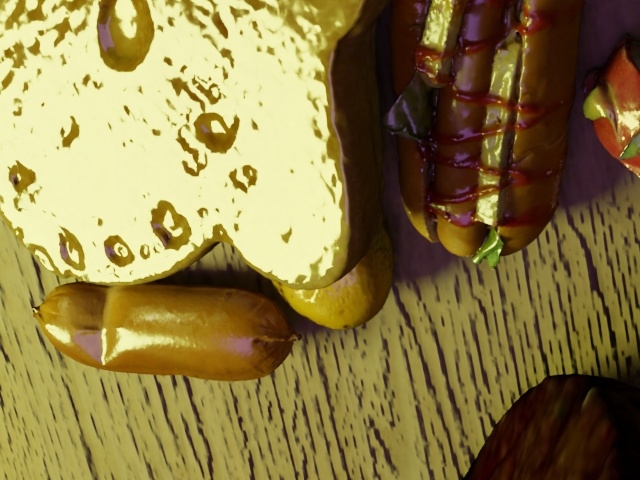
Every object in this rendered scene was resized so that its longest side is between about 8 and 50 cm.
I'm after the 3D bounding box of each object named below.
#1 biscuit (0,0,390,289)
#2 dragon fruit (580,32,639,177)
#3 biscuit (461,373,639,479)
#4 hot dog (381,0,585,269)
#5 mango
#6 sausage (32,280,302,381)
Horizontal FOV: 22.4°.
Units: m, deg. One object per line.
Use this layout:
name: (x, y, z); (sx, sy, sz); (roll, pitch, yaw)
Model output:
biscuit: (-0.069, -0.099, 0.890); (0.287, 0.057, 0.344); (44, 128, 9)
dragon fruit: (0.175, -0.060, 0.857); (0.083, 0.060, 0.056); (40, 120, -9)
biscuit: (0.108, 0.272, 0.874); (0.091, 0.407, 0.407); (20, 124, -7)
hot dog: (0.085, -0.101, 0.856); (0.104, 0.076, 0.250); (12, 124, 13)
mango: (0.000, 0.000, 0.954); (0.079, 0.057, 0.114); (-13, 111, 33)
sausage: (-0.095, 0.056, 1.022); (0.183, 0.054, 0.062); (0, 87, 21)
